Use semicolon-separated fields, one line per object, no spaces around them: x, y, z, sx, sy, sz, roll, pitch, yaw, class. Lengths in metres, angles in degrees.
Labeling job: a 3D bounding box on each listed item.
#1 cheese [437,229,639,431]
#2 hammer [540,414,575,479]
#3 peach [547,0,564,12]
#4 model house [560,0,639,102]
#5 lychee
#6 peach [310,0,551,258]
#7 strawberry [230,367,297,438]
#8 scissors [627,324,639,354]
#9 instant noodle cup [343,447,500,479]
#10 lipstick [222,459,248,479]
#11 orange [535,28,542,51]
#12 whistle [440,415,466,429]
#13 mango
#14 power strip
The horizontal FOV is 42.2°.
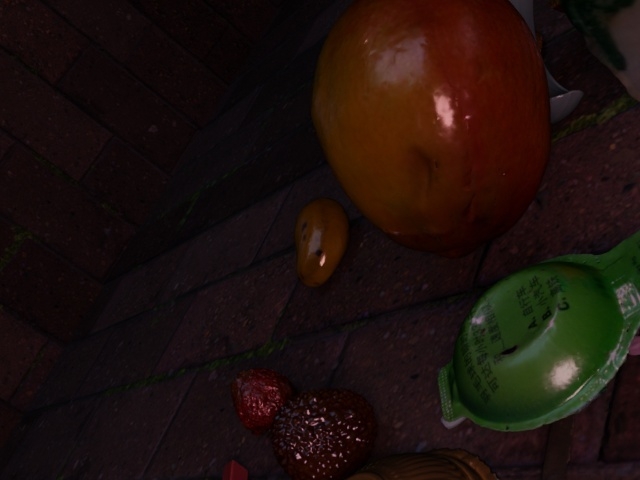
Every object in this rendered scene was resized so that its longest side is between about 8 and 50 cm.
0.240;0.070;0.771;0.320;0.083;0.204;-35;27;22;cheese
0.217;0.189;0.759;0.125;0.027;0.297;-30;30;43;hammer
0.403;-0.456;1.096;0.242;0.306;0.380;-3;16;3;peach
0.438;-0.295;0.807;0.284;0.243;0.298;-55;22;-17;model house
0.006;0.232;0.994;0.129;0.123;0.123;-47;21;-3;lychee
0.142;-0.158;1.061;0.373;0.290;0.372;-179;90;-68;peach
-0.087;0.232;1.220;0.106;0.106;0.106;-43;22;22;strawberry
0.356;0.026;0.747;0.212;0.021;0.110;-52;18;-2;scissors
0.054;0.304;0.816;0.274;0.091;0.274;-42;22;21;instant noodle cup
-0.120;0.403;1.071;0.051;0.051;0.312;-45;20;23;lipstick
0.222;-0.231;1.356;0.274;0.274;0.310;-4;81;63;orange
0.168;0.165;0.886;0.100;0.035;0.035;-46;21;17;whistle
0.002;-0.003;1.433;0.115;0.090;0.178;-51;21;31;mango
0.280;-0.269;1.164;0.167;0.054;0.253;119;140;-65;power strip
